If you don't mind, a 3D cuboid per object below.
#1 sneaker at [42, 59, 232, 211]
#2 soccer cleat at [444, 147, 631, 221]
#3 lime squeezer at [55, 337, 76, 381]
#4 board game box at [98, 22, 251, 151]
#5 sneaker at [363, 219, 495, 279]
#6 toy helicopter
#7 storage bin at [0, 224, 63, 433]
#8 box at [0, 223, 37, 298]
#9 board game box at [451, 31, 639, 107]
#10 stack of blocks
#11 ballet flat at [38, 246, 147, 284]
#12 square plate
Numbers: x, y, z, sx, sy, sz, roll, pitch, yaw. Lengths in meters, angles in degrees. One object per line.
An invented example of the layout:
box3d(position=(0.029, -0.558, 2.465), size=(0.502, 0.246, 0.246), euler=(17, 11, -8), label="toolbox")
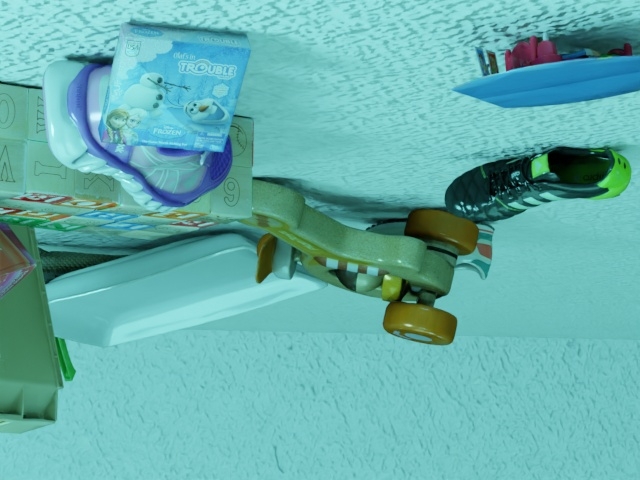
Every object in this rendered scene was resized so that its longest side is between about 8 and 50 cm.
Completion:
box3d(position=(-0.112, -0.083, 1.358), size=(0.104, 0.095, 0.236), euler=(-11, 168, 20), label="sneaker")
box3d(position=(0.196, -0.058, 1.646), size=(0.179, 0.060, 0.072), euler=(-9, 160, 19), label="soccer cleat")
box3d(position=(-0.409, 0.057, 2.398), size=(0.059, 0.110, 0.310), euler=(15, 153, 43), label="lime squeezer")
box3d(position=(-0.102, -0.104, 1.233), size=(0.090, 0.020, 0.090), euler=(3, 128, -19), label="board game box")
box3d(position=(0.125, 0.016, 2.101), size=(0.161, 0.075, 0.057), euler=(0, 172, 1), label="sneaker")
box3d(position=(0.000, 0.000, 1.952), size=(0.235, 0.140, 0.355), euler=(6, 166, 35), label="toy helicopter")
box3d(position=(-0.400, 0.069, 1.827), size=(0.123, 0.260, 0.262), euler=(-18, 165, 22), label="storage bin")
box3d(position=(-0.422, 0.060, 1.580), size=(0.300, 0.154, 0.142), euler=(-41, 172, 24), label="box")
box3d(position=(0.170, -0.124, 1.236), size=(0.133, 0.033, 0.169), euler=(-9, 174, 25), label="board game box")
box3d(position=(-0.225, -0.064, 1.490), size=(0.297, 0.087, 0.171), euler=(6, 171, -35), label="stack of blocks")
box3d(position=(-0.298, 0.030, 2.356), size=(0.250, 0.058, 0.084), euler=(-2, 162, -24), label="ballet flat")
box3d(position=(-0.200, 0.063, 2.333), size=(0.344, 0.049, 0.347), euler=(-15, 166, 14), label="square plate")
